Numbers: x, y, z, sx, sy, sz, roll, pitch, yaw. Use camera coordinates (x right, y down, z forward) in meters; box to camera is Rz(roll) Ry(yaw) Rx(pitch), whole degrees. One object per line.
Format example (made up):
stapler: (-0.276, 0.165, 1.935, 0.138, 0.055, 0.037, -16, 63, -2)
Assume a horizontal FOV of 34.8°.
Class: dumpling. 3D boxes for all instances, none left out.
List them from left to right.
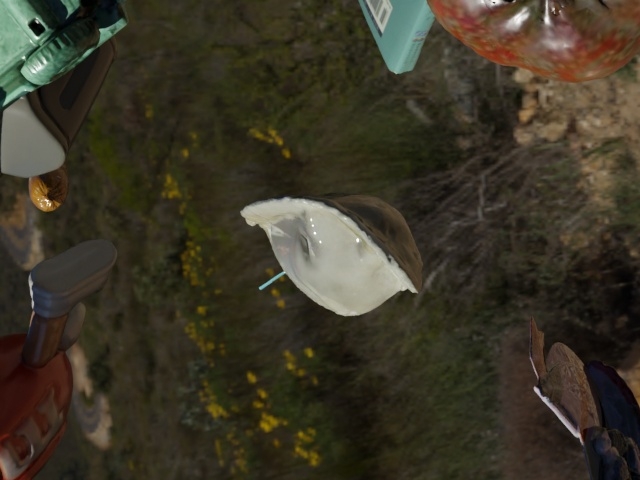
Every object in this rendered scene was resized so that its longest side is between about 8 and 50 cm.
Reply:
dumpling: (0.000, 0.005, 1.333, 0.243, 0.227, 0.175, -25, 50, 35)

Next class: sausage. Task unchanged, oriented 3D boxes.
sausage: (-0.371, -0.086, 1.396, 0.062, 0.054, 0.183, -46, 23, 7)

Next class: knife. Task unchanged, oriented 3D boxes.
knife: (-0.064, 0.054, 1.438, 0.005, 0.014, 0.091, 60, 147, 3)

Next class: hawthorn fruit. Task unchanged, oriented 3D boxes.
hawthorn fruit: (0.144, -0.199, 0.598, 0.235, 0.181, 0.181, -65, -7, -56)

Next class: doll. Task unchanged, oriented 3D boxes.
doll: (-0.195, 0.105, 0.587, 0.085, 0.183, 0.217, 39, 134, 1)

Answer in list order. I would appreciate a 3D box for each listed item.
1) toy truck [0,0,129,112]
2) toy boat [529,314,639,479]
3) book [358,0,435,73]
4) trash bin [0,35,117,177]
toy truck: (-0.296, -0.157, 0.817, 0.155, 0.279, 0.156, 52, -169, -11)
toy boat: (0.264, 0.173, 1.006, 0.072, 0.219, 0.318, -23, 113, 25)
book: (0.062, -0.339, 0.829, 0.379, 0.031, 0.264, 116, 135, -67)
trash bin: (-0.384, -0.198, 1.098, 0.182, 0.290, 0.209, 117, 171, -54)
